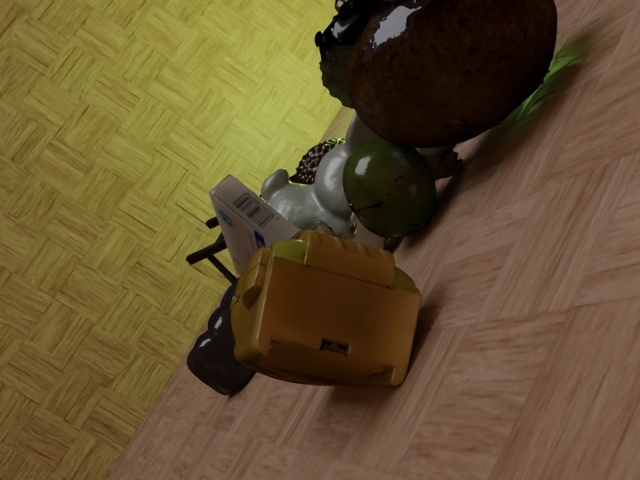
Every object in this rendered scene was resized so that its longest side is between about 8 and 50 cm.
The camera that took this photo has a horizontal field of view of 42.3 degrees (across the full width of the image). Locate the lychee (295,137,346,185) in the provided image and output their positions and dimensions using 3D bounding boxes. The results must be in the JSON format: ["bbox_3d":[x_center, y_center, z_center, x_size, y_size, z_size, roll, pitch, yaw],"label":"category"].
[{"bbox_3d":[0.025,-0.167,2.168,0.238,0.200,0.200,-41,17,43],"label":"lychee"}]

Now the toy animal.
[{"bbox_3d":[0.034,-0.125,1.736,0.367,0.241,0.196,-47,-9,24],"label":"toy animal"}]

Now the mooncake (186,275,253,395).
[{"bbox_3d":[-0.214,0.237,2.110,0.306,0.154,0.306,-55,6,9],"label":"mooncake"}]

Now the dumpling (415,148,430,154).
[{"bbox_3d":[0.165,-0.136,1.624,0.181,0.111,0.155,-42,-18,24],"label":"dumpling"}]

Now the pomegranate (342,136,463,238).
[{"bbox_3d":[0.132,-0.112,1.440,0.210,0.179,0.179,-57,9,-8],"label":"pomegranate"}]

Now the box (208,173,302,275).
[{"bbox_3d":[-0.112,0.028,1.701,0.065,0.200,0.343,-44,-24,-19],"label":"box"}]

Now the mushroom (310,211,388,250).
[{"bbox_3d":[0.018,0.056,1.579,0.285,0.156,0.151,-46,-2,-1],"label":"mushroom"}]

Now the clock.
[{"bbox_3d":[-0.014,0.120,1.217,0.317,0.244,0.200,135,150,-65],"label":"clock"}]

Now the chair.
[{"bbox_3d":[-0.144,0.006,2.369,0.416,0.240,0.203,-24,28,37],"label":"chair"}]

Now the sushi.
[{"bbox_3d":[0.175,-0.462,1.882,0.328,0.328,0.285,61,-143,-60],"label":"sushi"}]

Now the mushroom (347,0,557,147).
[{"bbox_3d":[0.214,-0.324,1.321,0.331,0.334,0.356,-9,66,33],"label":"mushroom"}]
